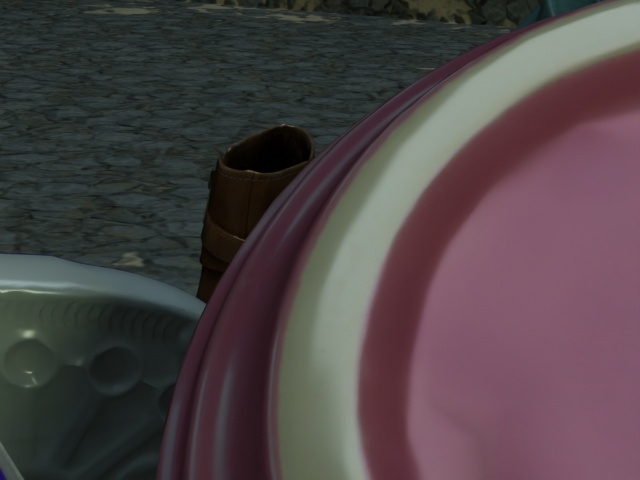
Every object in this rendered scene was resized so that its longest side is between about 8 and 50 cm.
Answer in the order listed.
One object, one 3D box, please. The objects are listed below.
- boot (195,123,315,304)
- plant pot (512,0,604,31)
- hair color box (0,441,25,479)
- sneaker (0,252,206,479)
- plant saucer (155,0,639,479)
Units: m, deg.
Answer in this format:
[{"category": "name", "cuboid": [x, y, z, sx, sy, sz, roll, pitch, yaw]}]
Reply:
[{"category": "boot", "cuboid": [-0.022, 0.017, 0.754, 0.073, 0.152, 0.197, 1, 15, 0]}, {"category": "plant pot", "cuboid": [0.170, -0.016, 0.612, 0.293, 0.196, 0.293, -1, 39, 1]}, {"category": "hair color box", "cuboid": [-0.216, 0.040, 0.416, 0.339, 0.185, 0.110, 25, 62, 28]}, {"category": "sneaker", "cuboid": [-0.208, 0.040, 0.681, 0.323, 0.130, 0.236, -8, 23, -12]}, {"category": "plant saucer", "cuboid": [0.117, 0.052, 0.385, 0.332, 0.084, 0.332, -4, 57, 5]}]
